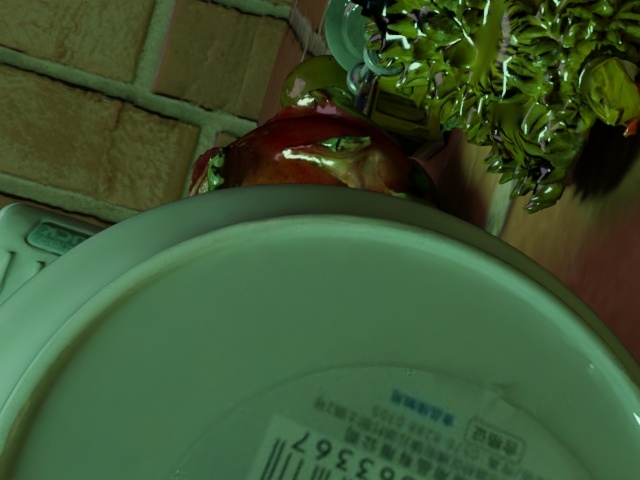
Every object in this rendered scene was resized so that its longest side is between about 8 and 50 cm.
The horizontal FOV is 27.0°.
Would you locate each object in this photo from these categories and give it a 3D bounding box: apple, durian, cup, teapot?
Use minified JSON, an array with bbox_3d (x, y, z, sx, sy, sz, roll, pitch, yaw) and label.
[{"bbox_3d":[0.003,-0.145,1.361,0.074,0.089,0.089,-101,24,-45],"label":"apple"},{"bbox_3d":[0.082,-0.118,0.585,0.237,0.137,0.193,-90,17,-61],"label":"durian"},{"bbox_3d":[-0.014,0.174,0.464,0.327,0.236,0.323,125,130,-67],"label":"cup"},{"bbox_3d":[0.051,-0.171,1.096,0.124,0.092,0.091,-63,-4,28],"label":"teapot"}]

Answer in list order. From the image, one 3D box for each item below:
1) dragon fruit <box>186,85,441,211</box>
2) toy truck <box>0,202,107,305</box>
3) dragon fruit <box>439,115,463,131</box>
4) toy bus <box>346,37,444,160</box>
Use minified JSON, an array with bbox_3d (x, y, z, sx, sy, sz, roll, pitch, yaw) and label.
[{"bbox_3d":[-0.012,0.018,0.859,0.200,0.198,0.269,-51,22,14],"label":"dragon fruit"},{"bbox_3d":[-0.197,0.153,0.810,0.175,0.146,0.367,124,162,-56],"label":"toy truck"},{"bbox_3d":[0.083,-0.179,0.764,0.137,0.135,0.236,-98,6,-57],"label":"dragon fruit"},{"bbox_3d":[0.074,-0.175,0.982,0.081,0.074,0.226,139,146,-75],"label":"toy bus"}]
